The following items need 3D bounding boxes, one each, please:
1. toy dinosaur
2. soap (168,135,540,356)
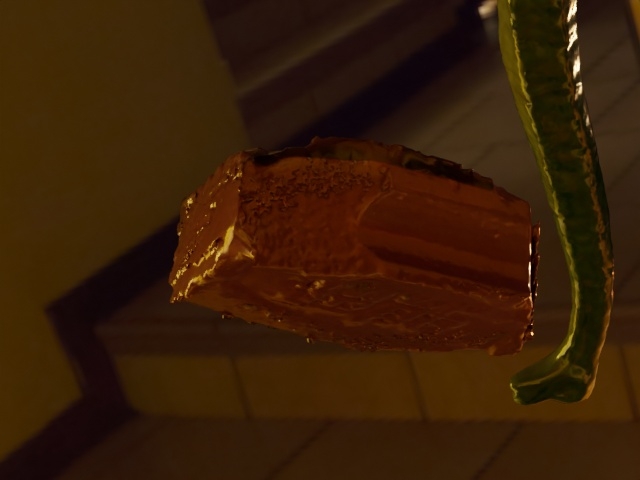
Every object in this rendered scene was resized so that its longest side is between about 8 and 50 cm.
[{"bbox_3d":[0.118,-0.146,0.481,0.447,0.301,0.087,-46,14,28],"label":"toy dinosaur"},{"bbox_3d":[0.048,0.012,1.148,0.289,0.112,0.182,15,-24,-27],"label":"soap"}]
